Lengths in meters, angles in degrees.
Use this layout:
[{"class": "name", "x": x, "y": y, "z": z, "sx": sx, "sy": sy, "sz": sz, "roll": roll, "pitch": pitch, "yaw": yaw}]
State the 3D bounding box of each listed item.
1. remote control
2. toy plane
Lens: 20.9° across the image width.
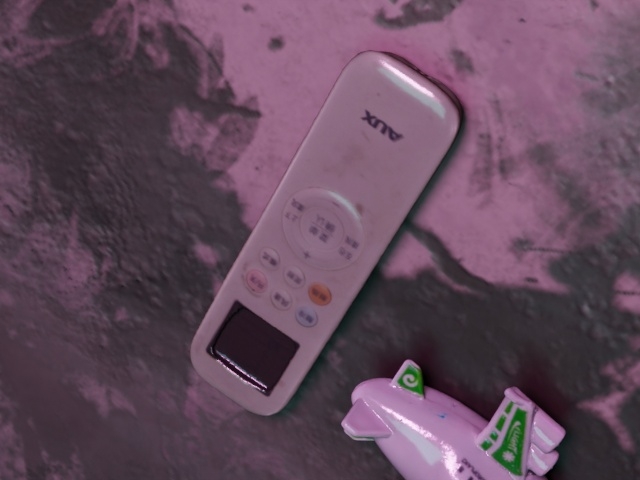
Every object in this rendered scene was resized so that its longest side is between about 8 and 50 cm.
[{"class": "remote control", "x": -0.001, "y": 0.000, "z": 1.195, "sx": 0.090, "sy": 0.038, "sz": 0.309, "roll": 35, "pitch": 124, "yaw": 4}, {"class": "toy plane", "x": 0.092, "y": 0.158, "z": 1.213, "sx": 0.174, "sy": 0.080, "sz": 0.174, "roll": 9, "pitch": 120, "yaw": 16}]
